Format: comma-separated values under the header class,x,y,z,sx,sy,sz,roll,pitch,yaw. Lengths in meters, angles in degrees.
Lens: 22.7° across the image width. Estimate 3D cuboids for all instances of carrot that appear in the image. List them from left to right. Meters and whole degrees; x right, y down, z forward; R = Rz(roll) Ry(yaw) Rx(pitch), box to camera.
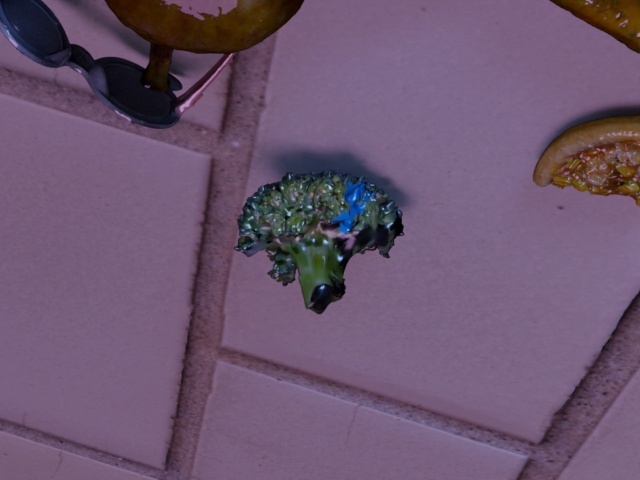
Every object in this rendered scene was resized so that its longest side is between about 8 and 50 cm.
class,x,y,z,sx,sy,sz,roll,pitch,yaw
carrot,0.277,-0.195,1.356,0.260,0.070,0.070,28,148,-19

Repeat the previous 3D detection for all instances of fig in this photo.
class,x,y,z,sx,sy,sz,roll,pitch,yaw
fig,-0.126,-0.206,1.374,0.190,0.191,0.290,28,130,-15

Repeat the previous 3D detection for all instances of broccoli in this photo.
class,x,y,z,sx,sy,sz,roll,pitch,yaw
broccoli,0.000,0.000,1.719,0.167,0.160,0.154,20,136,-39

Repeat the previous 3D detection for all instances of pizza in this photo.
class,x,y,z,sx,sy,sz,roll,pitch,yaw
pizza,0.290,-0.072,1.564,0.178,0.041,0.131,-10,140,39

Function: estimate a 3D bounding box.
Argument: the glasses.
class,x,y,z,sx,sy,sz,roll,pitch,yaw
glasses,-0.165,-0.247,1.537,0.234,0.118,0.268,35,125,-23
